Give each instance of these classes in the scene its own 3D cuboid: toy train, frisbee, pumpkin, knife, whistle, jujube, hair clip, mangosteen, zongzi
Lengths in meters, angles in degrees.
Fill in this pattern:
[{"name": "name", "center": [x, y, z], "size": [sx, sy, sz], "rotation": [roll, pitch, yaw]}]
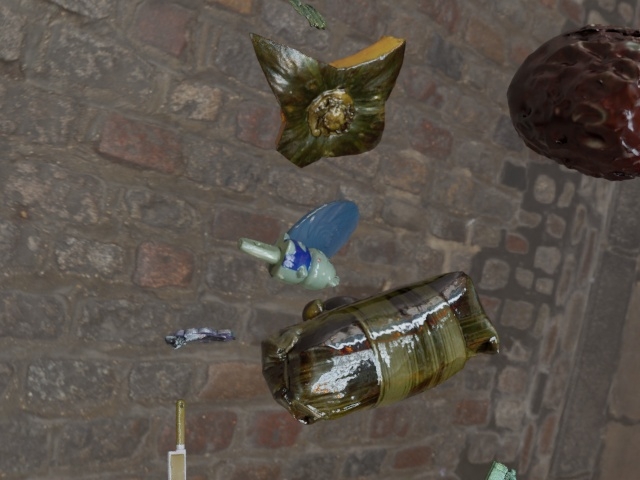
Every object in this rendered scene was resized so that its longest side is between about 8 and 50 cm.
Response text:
[{"name": "toy train", "center": [0.424, 0.618, 1.457], "size": [0.148, 0.070, 0.038], "rotation": [-60, 157, -9]}, {"name": "frisbee", "center": [0.003, 0.003, 1.694], "size": [0.289, 0.049, 0.290], "rotation": [-30, 152, -18]}, {"name": "pumpkin", "center": [0.010, -0.254, 1.097], "size": [0.290, 0.095, 0.258], "rotation": [-11, 137, -21]}, {"name": "knife", "center": [-0.338, 0.504, 1.400], "size": [0.046, 0.022, 0.256], "rotation": [16, 60, -43]}, {"name": "whistle", "center": [-0.059, 0.043, 1.252], "size": [0.244, 0.110, 0.092], "rotation": [23, 105, -25]}, {"name": "jujube", "center": [0.480, -0.241, 1.025], "size": [0.258, 0.377, 0.259], "rotation": [-1, 108, -4]}, {"name": "hair clip", "center": [-0.324, 0.269, 1.628], "size": [0.195, 0.124, 0.052], "rotation": [1, 73, -19]}, {"name": "mangosteen", "center": [0.049, 0.306, 1.930], "size": [0.302, 0.275, 0.275], "rotation": [16, 88, -39]}, {"name": "zongzi", "center": [0.040, 0.151, 0.785], "size": [0.285, 0.288, 0.134], "rotation": [-12, 79, -25]}]

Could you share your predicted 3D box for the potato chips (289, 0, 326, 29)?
[{"name": "potato chips", "center": [-0.052, -0.639, 1.640], "size": [0.091, 0.207, 0.028], "rotation": [-6, 138, -47]}]
